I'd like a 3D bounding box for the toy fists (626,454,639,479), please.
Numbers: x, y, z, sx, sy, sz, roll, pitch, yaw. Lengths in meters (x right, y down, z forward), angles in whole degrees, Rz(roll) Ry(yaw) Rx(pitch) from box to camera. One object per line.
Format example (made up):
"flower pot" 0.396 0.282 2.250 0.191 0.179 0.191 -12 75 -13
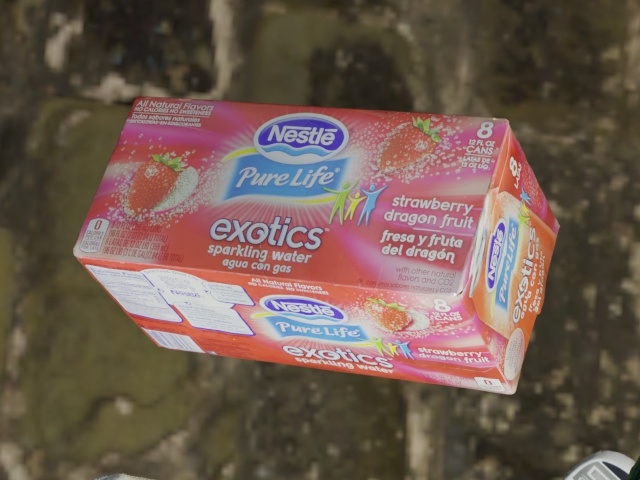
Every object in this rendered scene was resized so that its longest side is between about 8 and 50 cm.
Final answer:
"toy fists" 0.204 0.205 0.753 0.279 0.142 0.096 -74 6 -63

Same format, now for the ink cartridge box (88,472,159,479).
"ink cartridge box" -0.034 0.188 0.659 0.045 0.145 0.179 -22 64 31

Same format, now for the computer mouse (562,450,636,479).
"computer mouse" 0.184 0.214 1.205 0.106 0.042 0.193 45 129 13

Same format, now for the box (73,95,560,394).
"box" 0.000 0.000 1.025 0.128 0.256 0.123 55 -133 -53
